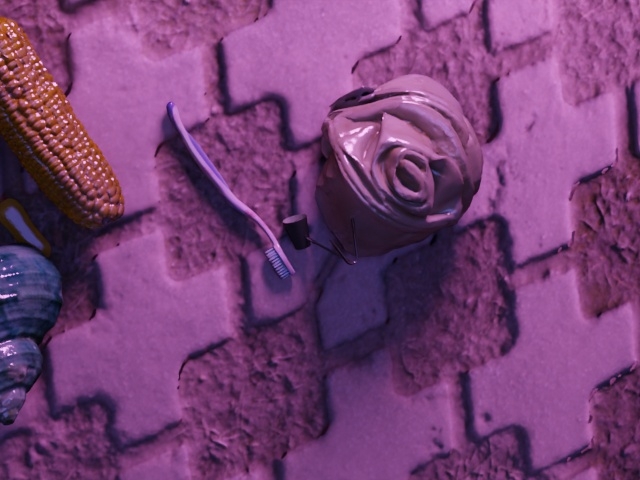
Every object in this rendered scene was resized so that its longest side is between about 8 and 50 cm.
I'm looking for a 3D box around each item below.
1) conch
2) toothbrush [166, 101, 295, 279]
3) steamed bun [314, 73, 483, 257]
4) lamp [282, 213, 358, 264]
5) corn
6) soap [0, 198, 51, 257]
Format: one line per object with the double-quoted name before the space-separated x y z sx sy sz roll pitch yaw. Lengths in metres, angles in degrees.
"conch" -0.396 0.117 1.618 0.196 0.134 0.202 -19 93 5
"toothbrush" -0.115 -0.062 1.715 0.027 0.021 0.269 -37 98 -11
"steamed bun" 0.098 -0.095 1.687 0.218 0.144 0.211 -20 96 -9
"lamp" -0.001 0.000 1.697 0.041 0.121 0.054 -26 109 -31
"corn" -0.334 -0.139 1.633 0.101 0.101 0.292 -37 100 -6
"soap" -0.367 -0.012 1.679 0.034 0.012 0.089 -36 99 -5
